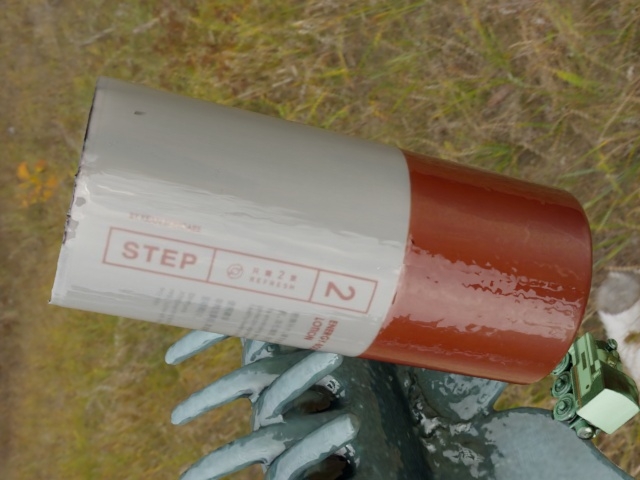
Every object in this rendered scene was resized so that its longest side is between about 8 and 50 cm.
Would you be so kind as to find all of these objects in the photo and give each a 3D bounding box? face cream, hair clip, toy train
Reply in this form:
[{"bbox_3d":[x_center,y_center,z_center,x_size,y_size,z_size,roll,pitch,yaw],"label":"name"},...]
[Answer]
[{"bbox_3d":[0.000,0.000,0.423,0.096,0.214,0.096,-168,90,-76],"label":"face cream"},{"bbox_3d":[0.025,0.176,0.809,0.392,0.238,0.318,-34,49,27],"label":"hair clip"},{"bbox_3d":[0.177,0.092,0.637,0.033,0.083,0.053,33,122,-13],"label":"toy train"}]
